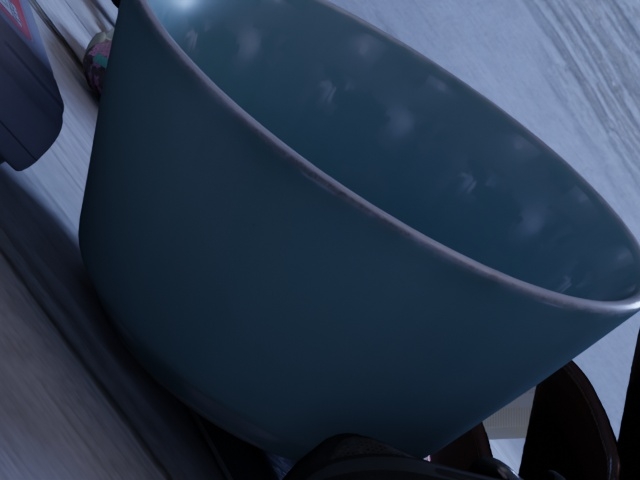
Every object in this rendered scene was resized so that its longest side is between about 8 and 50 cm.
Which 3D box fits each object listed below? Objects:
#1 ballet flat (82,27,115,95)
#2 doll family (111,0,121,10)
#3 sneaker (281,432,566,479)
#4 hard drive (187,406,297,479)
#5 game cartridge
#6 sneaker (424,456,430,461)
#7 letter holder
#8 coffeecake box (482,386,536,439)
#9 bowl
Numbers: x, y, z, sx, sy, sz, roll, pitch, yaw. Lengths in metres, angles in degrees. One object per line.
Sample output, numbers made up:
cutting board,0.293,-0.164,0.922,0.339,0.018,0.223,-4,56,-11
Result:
ballet flat,-0.144,-0.136,1.491,0.079,0.077,0.221,34,6,0
doll family,-0.145,-0.211,1.780,0.111,0.076,0.193,19,16,-27
sneaker,0.146,0.208,0.971,0.483,0.185,0.202,38,12,-48
hard drive,-0.036,0.113,1.015,0.135,0.022,0.094,57,6,35
game cartridge,-0.228,-0.171,1.002,0.196,0.060,0.294,46,8,-33
sneaker,-0.031,0.076,1.122,0.128,0.087,0.221,30,14,-46
letter holder,0.164,0.153,1.266,0.152,0.214,0.302,11,9,-3
coffeecake box,0.119,0.118,1.679,0.185,0.142,0.068,-103,-169,-78
bowl,0.000,0.000,0.985,0.311,0.163,0.311,28,20,-11
